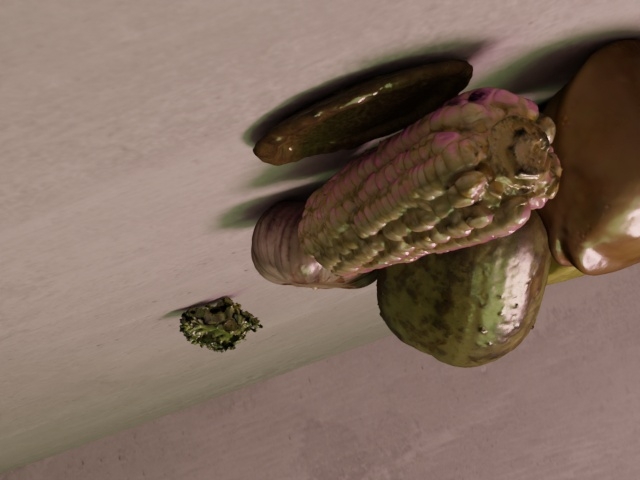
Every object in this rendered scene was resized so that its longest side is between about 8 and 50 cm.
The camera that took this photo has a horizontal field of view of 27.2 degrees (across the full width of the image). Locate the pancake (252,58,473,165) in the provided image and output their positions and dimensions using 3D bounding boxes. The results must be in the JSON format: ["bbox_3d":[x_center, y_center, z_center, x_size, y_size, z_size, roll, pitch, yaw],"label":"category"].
[{"bbox_3d":[0.037,-0.106,1.109,0.199,0.021,0.199,-19,172,-3],"label":"pancake"}]

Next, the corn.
[{"bbox_3d":[0.079,-0.043,1.171,0.126,0.127,0.335,-13,177,-31],"label":"corn"}]

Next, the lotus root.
[{"bbox_3d":[0.147,0.004,1.343,0.173,0.173,0.309,-15,134,-21],"label":"lotus root"}]

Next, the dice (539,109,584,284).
[{"bbox_3d":[0.285,-0.056,1.424,0.166,0.169,0.169,-13,169,-30],"label":"dice"}]

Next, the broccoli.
[{"bbox_3d":[-0.143,0.119,1.873,0.095,0.097,0.092,-48,-172,-22],"label":"broccoli"}]

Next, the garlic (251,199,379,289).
[{"bbox_3d":[0.000,0.000,1.404,0.159,0.102,0.147,7,169,-44],"label":"garlic"}]

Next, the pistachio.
[{"bbox_3d":[0.301,-0.083,1.244,0.162,0.213,0.260,22,-155,39],"label":"pistachio"}]
